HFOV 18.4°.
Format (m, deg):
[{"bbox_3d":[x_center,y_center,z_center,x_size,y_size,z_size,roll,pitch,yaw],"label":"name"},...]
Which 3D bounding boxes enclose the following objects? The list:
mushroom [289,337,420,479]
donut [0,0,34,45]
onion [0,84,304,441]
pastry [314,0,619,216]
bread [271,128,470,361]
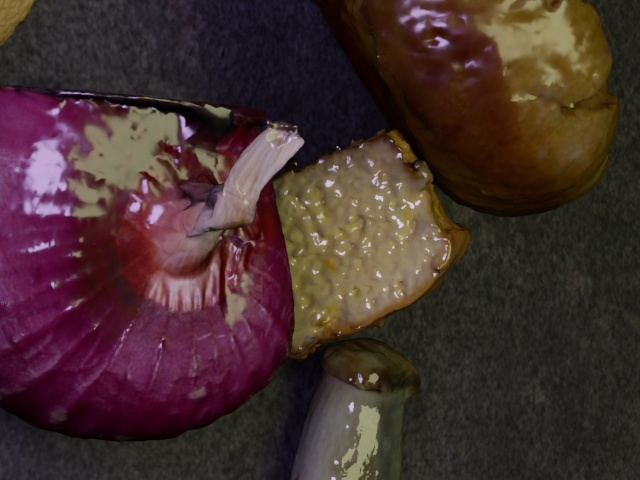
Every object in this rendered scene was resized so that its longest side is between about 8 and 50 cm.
[{"bbox_3d":[0.011,0.227,1.537,0.100,0.081,0.312,19,78,-42],"label":"mushroom"},{"bbox_3d":[-0.230,-0.193,1.269,0.085,0.141,0.217,34,67,-49],"label":"donut"},{"bbox_3d":[-0.141,0.014,1.271,0.272,0.256,0.230,-69,166,-82],"label":"onion"},{"bbox_3d":[0.095,-0.174,1.488,0.164,0.356,0.356,-32,118,1],"label":"pastry"},{"bbox_3d":[0.000,0.000,1.455,0.143,0.229,0.139,67,22,-7],"label":"bread"}]
